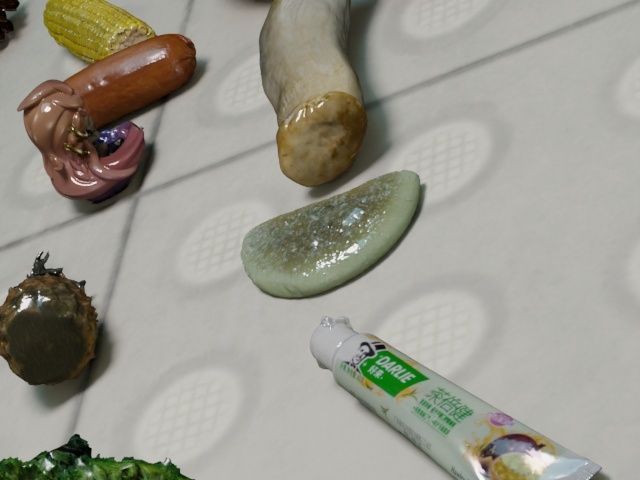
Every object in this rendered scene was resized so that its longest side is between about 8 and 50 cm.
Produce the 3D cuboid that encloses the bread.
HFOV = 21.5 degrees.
[{"bbox_3d":[0.003,0.001,1.579,0.193,0.036,0.112,-21,37,22],"label":"bread"}]

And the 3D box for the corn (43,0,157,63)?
[{"bbox_3d":[-0.280,-0.263,2.126,0.081,0.081,0.248,-42,34,-10],"label":"corn"}]

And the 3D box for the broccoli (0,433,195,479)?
[{"bbox_3d":[-0.181,0.289,1.201,0.254,0.269,0.269,-7,26,-22],"label":"broccoli"}]

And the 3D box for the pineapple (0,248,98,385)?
[{"bbox_3d":[-0.276,0.072,1.697,0.108,0.108,0.198,-35,21,1],"label":"pineapple"}]

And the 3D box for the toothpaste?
[{"bbox_3d":[0.090,0.138,1.321,0.314,0.056,0.058,30,110,51],"label":"toothpaste"}]

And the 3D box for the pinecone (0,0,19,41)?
[{"bbox_3d":[-0.519,-0.319,2.349,0.165,0.163,0.163,-36,31,23],"label":"pinecone"}]

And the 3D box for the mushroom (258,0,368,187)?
[{"bbox_3d":[-0.005,-0.189,1.767,0.123,0.095,0.351,-40,31,28],"label":"mushroom"}]

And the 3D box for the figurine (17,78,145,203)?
[{"bbox_3d":[-0.270,-0.105,1.870,0.126,0.157,0.114,5,71,39],"label":"figurine"}]

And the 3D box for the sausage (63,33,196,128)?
[{"bbox_3d":[-0.234,-0.186,1.995,0.197,0.076,0.076,-23,35,17],"label":"sausage"}]
